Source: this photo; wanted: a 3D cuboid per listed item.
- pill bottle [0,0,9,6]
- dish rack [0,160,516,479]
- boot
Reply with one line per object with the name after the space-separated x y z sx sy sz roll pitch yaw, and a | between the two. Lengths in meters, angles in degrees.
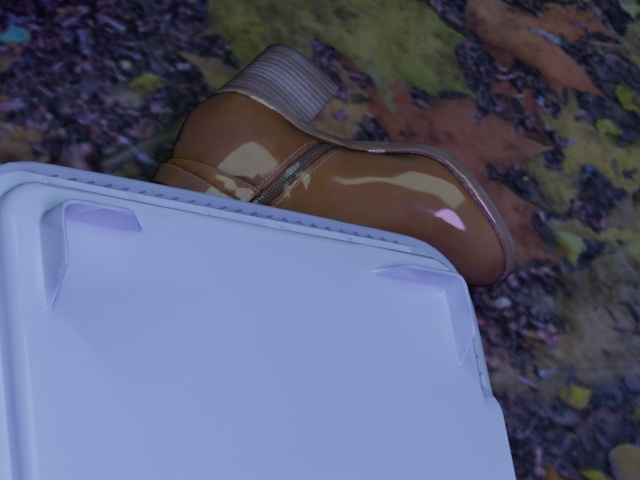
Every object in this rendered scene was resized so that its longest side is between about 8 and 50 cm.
-0.221 -0.217 0.896 0.224 0.224 0.392 42 49 8 | pill bottle
-0.025 0.100 0.778 0.332 0.072 0.286 11 60 -41 | dish rack
0.000 0.000 0.956 0.197 0.073 0.152 36 56 0 | boot
